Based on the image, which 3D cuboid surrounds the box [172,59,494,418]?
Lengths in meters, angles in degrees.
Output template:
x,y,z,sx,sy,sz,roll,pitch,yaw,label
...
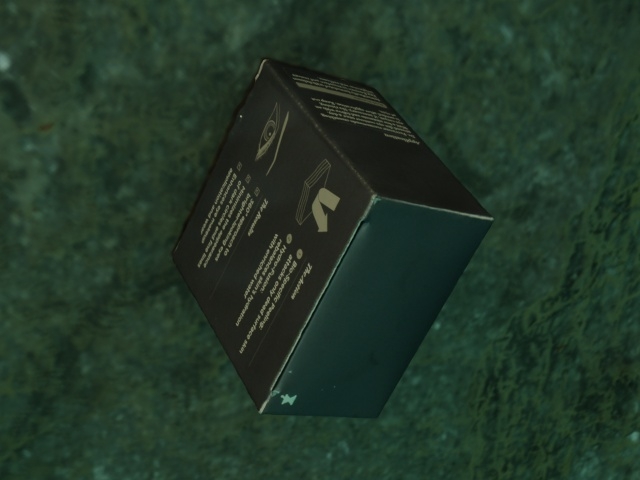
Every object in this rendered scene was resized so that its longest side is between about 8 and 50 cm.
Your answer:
x,y,z,sx,sy,sz,roll,pitch,yaw,label
0.000,0.000,0.735,0.093,0.158,0.156,9,120,-35,box
